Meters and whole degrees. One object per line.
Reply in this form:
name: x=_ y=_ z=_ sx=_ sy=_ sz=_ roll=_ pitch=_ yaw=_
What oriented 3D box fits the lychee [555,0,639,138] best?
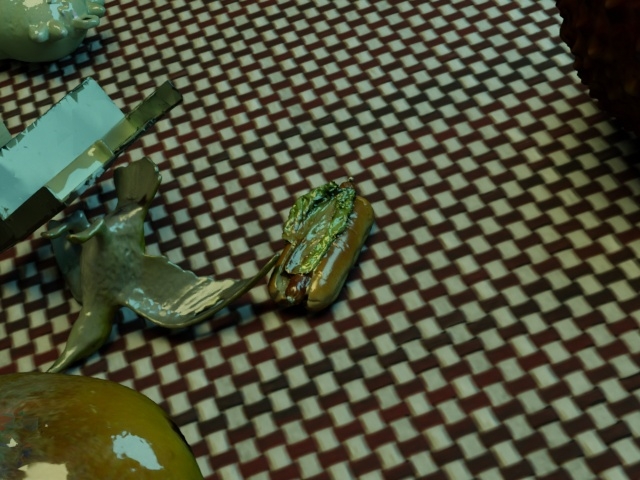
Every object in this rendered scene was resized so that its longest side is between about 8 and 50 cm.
lychee: x=0.292 y=-0.181 z=0.877 sx=0.276 sy=0.275 sz=0.304 roll=-32 pitch=16 yaw=-22

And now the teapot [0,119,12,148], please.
teapot: x=-0.331 y=-0.038 z=1.027 sx=0.077 sy=0.107 sz=0.200 roll=7 pitch=43 yaw=23

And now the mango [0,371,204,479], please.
mango: x=-0.209 y=0.170 z=0.705 sx=0.316 sy=0.146 sz=0.192 roll=-20 pitch=34 yaw=16

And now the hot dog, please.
hot dog: x=0.000 y=0.000 z=0.924 sx=0.056 sy=0.041 sz=0.133 roll=5 pitch=42 yaw=23

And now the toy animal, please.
toy animal: x=-0.160 y=0.021 z=0.906 sx=0.219 sy=0.095 sz=0.155 roll=14 pitch=48 yaw=39

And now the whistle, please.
whistle: x=-0.318 y=-0.227 z=1.274 sx=0.253 sy=0.105 sz=0.102 roll=10 pitch=3 yaw=30

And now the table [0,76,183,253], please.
table: x=-0.204 y=-0.058 z=0.977 sx=0.175 sy=0.062 sz=0.146 roll=-31 pitch=14 yaw=48
